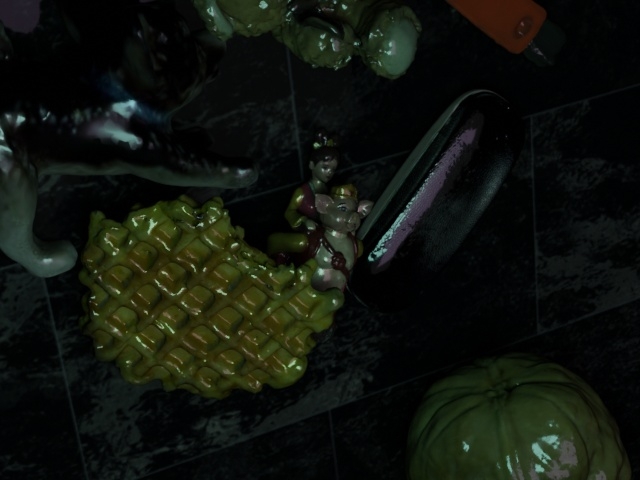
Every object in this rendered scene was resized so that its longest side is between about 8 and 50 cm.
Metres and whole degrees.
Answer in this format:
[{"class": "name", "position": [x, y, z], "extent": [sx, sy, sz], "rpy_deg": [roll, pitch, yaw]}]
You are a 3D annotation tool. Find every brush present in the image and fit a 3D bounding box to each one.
[{"class": "brush", "position": [0.185, -0.305, 1.609], "extent": [0.323, 0.051, 0.070], "rpy_deg": [30, 102, -37]}]

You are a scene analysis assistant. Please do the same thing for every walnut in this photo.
[{"class": "walnut", "position": [0.259, 0.291, 1.779], "extent": [0.282, 0.253, 0.277], "rpy_deg": [-35, 130, -13]}]

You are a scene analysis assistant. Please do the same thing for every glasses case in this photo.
[{"class": "glasses case", "position": [0.144, -0.048, 1.679], "extent": [0.122, 0.075, 0.314], "rpy_deg": [32, 94, -36]}]

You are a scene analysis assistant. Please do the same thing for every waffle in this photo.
[{"class": "waffle", "position": [-0.136, 0.068, 1.524], "extent": [0.300, 0.058, 0.282], "rpy_deg": [18, 125, -10]}]

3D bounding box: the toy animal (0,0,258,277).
[{"class": "toy animal", "position": [-0.246, -0.151, 1.360], "extent": [0.344, 0.194, 0.303], "rpy_deg": [-28, 127, -21]}]

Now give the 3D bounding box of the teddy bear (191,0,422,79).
[{"class": "teddy bear", "position": [-0.037, -0.292, 1.426], "extent": [0.256, 0.156, 0.267], "rpy_deg": [10, 61, -38]}]

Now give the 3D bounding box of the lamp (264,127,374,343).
[{"class": "lamp", "position": [0.000, 0.000, 1.604], "extent": [0.118, 0.118, 0.253], "rpy_deg": [11, 107, -31]}]
